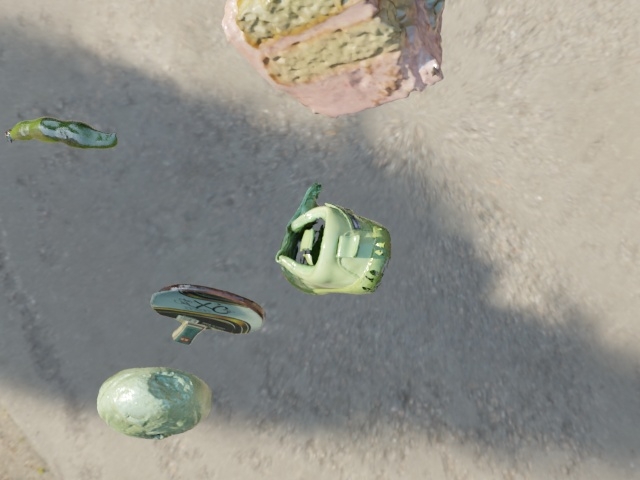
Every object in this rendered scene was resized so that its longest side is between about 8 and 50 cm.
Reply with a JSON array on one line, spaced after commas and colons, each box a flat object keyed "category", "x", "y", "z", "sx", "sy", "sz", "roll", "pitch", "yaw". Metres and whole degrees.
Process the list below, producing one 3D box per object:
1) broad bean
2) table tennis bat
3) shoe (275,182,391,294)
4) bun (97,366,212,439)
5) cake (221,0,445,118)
[{"category": "broad bean", "x": -0.506, "y": -0.208, "z": 1.676, "sx": 0.297, "sy": 0.043, "sz": 0.060, "roll": 8, "pitch": 134, "yaw": 28}, {"category": "table tennis bat", "x": -0.188, "y": 0.119, "z": 1.373, "sx": 0.173, "sy": 0.301, "sz": 0.022, "roll": 17, "pitch": 66, "yaw": -16}, {"category": "shoe", "x": 0.006, "y": 0.002, "z": 1.277, "sx": 0.128, "sy": 0.262, "sz": 0.140, "roll": 34, "pitch": 78, "yaw": -29}, {"category": "bun", "x": -0.311, "y": 0.311, "z": 1.636, "sx": 0.221, "sy": 0.221, "sz": 0.108, "roll": 0, "pitch": 62, "yaw": 6}, {"category": "cake", "x": 0.027, "y": -0.415, "z": 1.479, "sx": 0.293, "sy": 0.307, "sz": 0.314, "roll": -15, "pitch": 53, "yaw": 39}]
